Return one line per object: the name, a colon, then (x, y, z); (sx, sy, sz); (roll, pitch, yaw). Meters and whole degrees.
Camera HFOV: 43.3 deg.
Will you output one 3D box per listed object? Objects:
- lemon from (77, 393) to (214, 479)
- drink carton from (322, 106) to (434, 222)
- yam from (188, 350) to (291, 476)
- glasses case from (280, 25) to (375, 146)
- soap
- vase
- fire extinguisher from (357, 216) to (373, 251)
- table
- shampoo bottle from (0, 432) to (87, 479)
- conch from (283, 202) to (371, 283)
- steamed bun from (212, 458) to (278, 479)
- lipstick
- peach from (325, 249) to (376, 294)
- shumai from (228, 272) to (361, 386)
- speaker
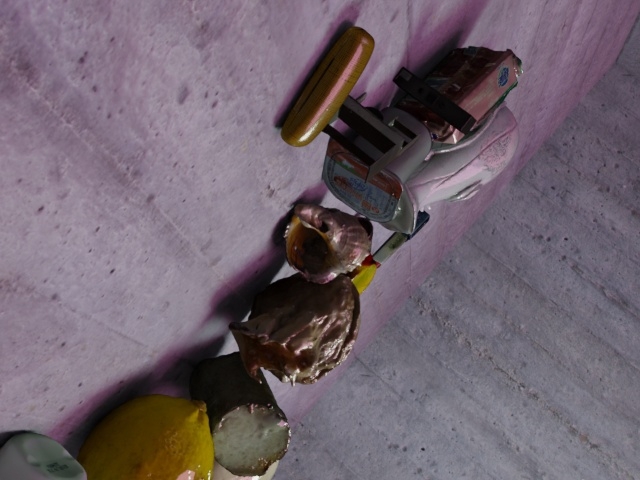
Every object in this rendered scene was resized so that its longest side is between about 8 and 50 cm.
lemon: (-0.353, 0.462, 1.672); (0.322, 0.268, 0.268); (-37, 161, -19)
drink carton: (0.127, -0.174, 1.735); (0.189, 0.185, 0.191); (-54, 167, -30)
yam: (-0.196, 0.388, 1.879); (0.195, 0.195, 0.300); (-51, -152, 4)
glasses case: (0.013, -0.260, 1.389); (0.234, 0.064, 0.079); (-54, 157, 18)
soap: (0.302, -0.333, 1.818); (0.273, 0.218, 0.098); (-45, 135, -26)
vase: (0.307, -0.198, 2.059); (0.445, 0.250, 0.250); (-36, 160, -28)
fire extinguisher: (0.096, 0.013, 2.260); (0.099, 0.071, 0.231); (-18, 159, -8)
table: (0.092, -0.213, 1.559); (0.175, 0.146, 0.062); (-41, 162, -29)
shampoo bottle: (-0.574, 0.505, 1.383); (0.349, 0.151, 0.222); (-50, 170, -2)
conch: (0.000, 0.000, 1.806); (0.245, 0.163, 0.178); (41, 72, -45)
steamed bun: (-0.258, 0.582, 2.066); (0.334, 0.233, 0.312); (-28, -172, -19)
lipstick: (0.246, 0.014, 2.687); (0.312, 0.051, 0.051); (-44, 165, -17)
peach: (0.062, 0.065, 2.092); (0.154, 0.158, 0.267); (-40, 163, 5)
shumai: (-0.070, 0.187, 1.834); (0.314, 0.267, 0.262); (-41, 160, 13)
speaker: (0.237, -0.292, 1.684); (0.040, 0.191, 0.046); (-52, 157, 9)
